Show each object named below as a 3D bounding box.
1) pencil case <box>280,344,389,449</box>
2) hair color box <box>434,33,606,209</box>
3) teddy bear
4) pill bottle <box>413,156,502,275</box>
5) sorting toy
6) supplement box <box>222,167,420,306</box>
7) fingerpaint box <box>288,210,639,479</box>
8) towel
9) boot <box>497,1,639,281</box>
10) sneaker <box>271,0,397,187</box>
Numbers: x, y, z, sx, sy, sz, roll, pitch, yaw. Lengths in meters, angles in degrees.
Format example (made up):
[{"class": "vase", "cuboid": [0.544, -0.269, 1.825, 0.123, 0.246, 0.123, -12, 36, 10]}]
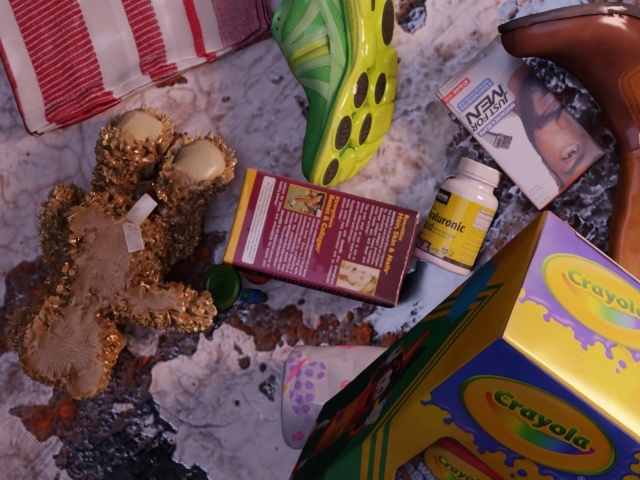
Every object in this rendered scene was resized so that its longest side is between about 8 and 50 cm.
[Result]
[{"class": "pencil case", "cuboid": [0.093, 0.170, 1.216, 0.273, 0.124, 0.114, 2, 55, 12]}, {"class": "hair color box", "cuboid": [0.210, -0.123, 1.217, 0.093, 0.053, 0.167, -42, 82, 9]}, {"class": "teddy bear", "cuboid": [-0.220, 0.013, 1.302, 0.245, 0.113, 0.338, 9, 85, 10]}, {"class": "pill bottle", "cuboid": [0.149, -0.026, 1.226, 0.065, 0.065, 0.116, 24, 95, 12]}, {"class": "sorting toy", "cuboid": [-0.081, 0.045, 1.298, 0.102, 0.042, 0.061, -33, 67, 23]}, {"class": "supplement box", "cuboid": [0.000, 0.000, 1.226, 0.188, 0.081, 0.104, 15, 84, -1]}, {"class": "fingerpaint box", "cuboid": [0.239, 0.245, 1.004, 0.444, 0.163, 0.371, 37, 135, -7]}, {"class": "towel", "cuboid": [-0.235, -0.284, 1.333, 0.329, 0.037, 0.237, -22, 84, 13]}, {"class": "boot", "cuboid": [0.293, -0.087, 1.149, 0.264, 0.096, 0.281, 2, 93, -23]}, {"class": "sneaker", "cuboid": [0.013, -0.203, 1.253, 0.123, 0.109, 0.296, 7, 93, 36]}]
